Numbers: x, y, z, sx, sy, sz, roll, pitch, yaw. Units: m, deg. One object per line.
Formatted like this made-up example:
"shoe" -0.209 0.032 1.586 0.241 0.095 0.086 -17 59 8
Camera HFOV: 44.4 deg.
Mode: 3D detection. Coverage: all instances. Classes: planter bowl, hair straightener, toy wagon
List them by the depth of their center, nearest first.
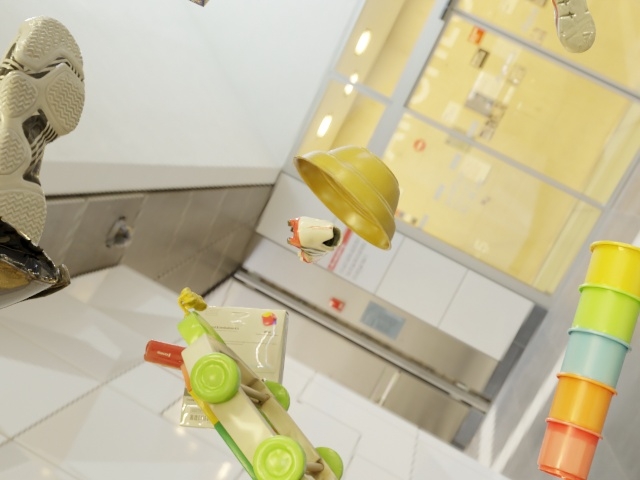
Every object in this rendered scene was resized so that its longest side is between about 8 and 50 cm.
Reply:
"toy wagon" -0.086 0.206 0.976 0.068 0.344 0.267 -41 -21 -3
"planter bowl" 0.064 -0.089 1.276 0.090 0.217 0.217 -46 -10 -9
"hair straightener" -0.187 0.204 1.320 0.089 0.231 0.047 32 -117 -52

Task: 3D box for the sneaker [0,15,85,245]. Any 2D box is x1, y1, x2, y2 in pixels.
"sneaker" -0.463 -0.138 1.071 0.137 0.210 0.365 38 -122 -59

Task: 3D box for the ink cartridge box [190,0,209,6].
"ink cartridge box" -0.238 -0.566 1.620 0.046 0.097 0.207 116 179 -48

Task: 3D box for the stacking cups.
"stacking cups" 0.367 0.163 1.044 0.096 0.096 0.316 83 -155 -78

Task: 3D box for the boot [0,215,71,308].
"boot" -0.327 0.024 0.509 0.229 0.091 0.263 -30 -27 12

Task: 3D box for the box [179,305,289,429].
"box" -0.129 0.196 1.197 0.038 0.145 0.186 71 -158 -72

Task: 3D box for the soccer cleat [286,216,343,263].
"soccer cleat" 0.000 0.000 0.562 0.083 0.036 0.029 49 -138 -75

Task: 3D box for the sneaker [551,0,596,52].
"sneaker" 0.329 -0.325 1.047 0.065 0.061 0.157 -26 -67 -83
